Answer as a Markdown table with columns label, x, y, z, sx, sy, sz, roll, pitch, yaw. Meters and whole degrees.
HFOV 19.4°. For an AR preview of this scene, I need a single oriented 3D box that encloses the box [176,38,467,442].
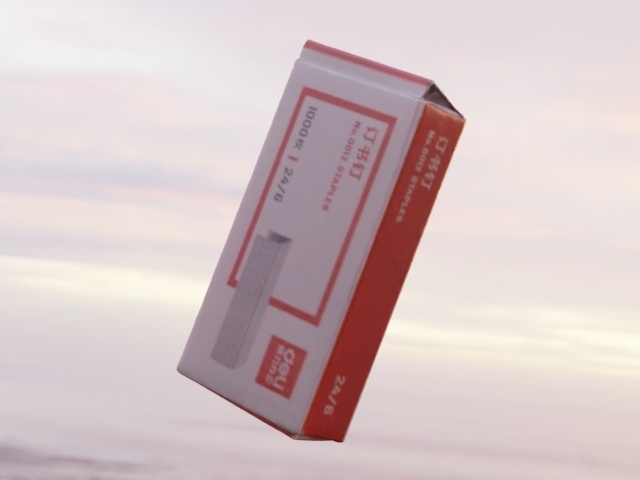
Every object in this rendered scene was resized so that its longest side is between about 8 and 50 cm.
| label | x | y | z | sx | sy | sz | roll | pitch | yaw |
| --- | --- | --- | --- | --- | --- | --- | --- | --- | --- |
| box | 0.000 | 0.000 | 1.162 | 0.123 | 0.229 | 0.050 | 24 | 3 | 41 |
